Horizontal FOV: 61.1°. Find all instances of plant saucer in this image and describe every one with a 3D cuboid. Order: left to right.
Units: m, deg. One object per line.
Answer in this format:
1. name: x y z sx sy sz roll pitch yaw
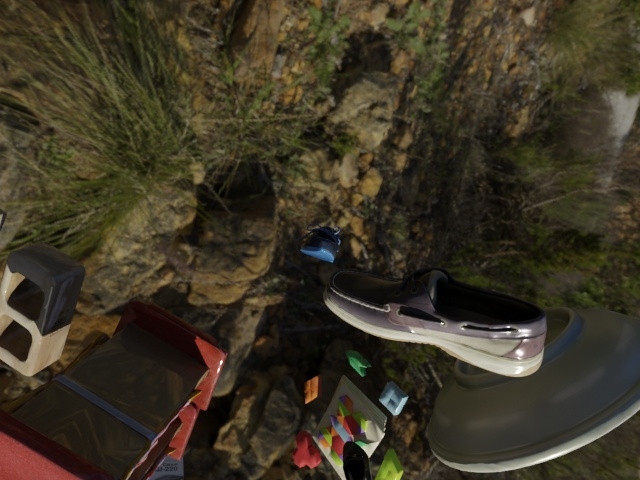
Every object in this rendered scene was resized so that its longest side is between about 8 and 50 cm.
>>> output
1. plant saucer: 0.330 0.201 0.869 0.400 0.100 0.400 -30 180 0

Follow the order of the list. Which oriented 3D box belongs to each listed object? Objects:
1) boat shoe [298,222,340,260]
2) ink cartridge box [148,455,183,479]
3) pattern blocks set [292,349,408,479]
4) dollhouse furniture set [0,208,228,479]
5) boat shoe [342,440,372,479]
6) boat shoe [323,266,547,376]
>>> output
1. boat shoe: 0.000 0.000 1.401 0.258 0.109 0.089 110 -2 -87
2. ink cartridge box: -0.405 0.603 1.283 0.218 0.159 0.092 -111 -148 -51
3. pattern blocks set: 0.054 0.390 1.110 0.026 0.285 0.324 0 110 -44
4. dollhouse furniture set: -0.292 0.104 0.465 0.152 0.374 0.201 -63 174 22
5. boat shoe: 0.066 0.417 1.011 0.049 0.042 0.133 -29 -159 2
6. boat shoe: 0.138 0.078 0.684 0.103 0.285 0.092 -42 142 -48
